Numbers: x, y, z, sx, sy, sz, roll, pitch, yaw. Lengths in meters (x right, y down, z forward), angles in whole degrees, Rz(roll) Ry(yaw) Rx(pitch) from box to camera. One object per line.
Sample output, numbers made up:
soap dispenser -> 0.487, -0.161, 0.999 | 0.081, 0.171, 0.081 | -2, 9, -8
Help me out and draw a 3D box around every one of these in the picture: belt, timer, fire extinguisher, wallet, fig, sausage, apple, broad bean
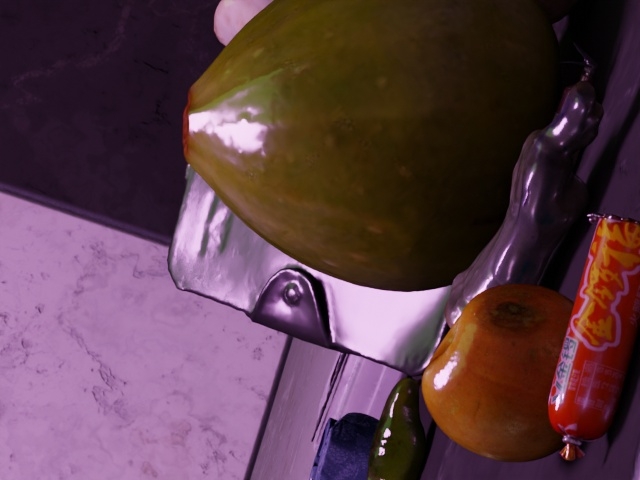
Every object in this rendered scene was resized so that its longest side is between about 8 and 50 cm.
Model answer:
belt -> 0.021, 0.267, 1.809 | 0.141, 0.082, 0.190 | 109, 176, -60
timer -> 0.053, 0.135, 2.004 | 0.178, 0.078, 0.253 | -83, 11, -73
fire extinguisher -> 0.189, -0.068, 1.431 | 0.049, 0.035, 0.173 | 2, -69, -54
wallet -> 0.000, 0.000, 1.770 | 0.051, 0.377, 0.197 | 14, -85, -51
fig -> 0.041, -0.101, 1.533 | 0.316, 0.316, 0.316 | -162, 90, -86
sausage -> 0.162, 0.058, 1.070 | 0.048, 0.050, 0.145 | 99, -173, -84
apple -> 0.119, 0.083, 1.147 | 0.099, 0.102, 0.114 | -76, 6, -59
broad bean -> 0.064, 0.225, 1.671 | 0.061, 0.046, 0.195 | 148, 137, -66

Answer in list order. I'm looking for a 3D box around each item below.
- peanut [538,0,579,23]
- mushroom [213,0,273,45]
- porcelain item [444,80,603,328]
peanut -> 0.203, -0.257, 1.586 | 0.263, 0.101, 0.117 | 128, 144, -71
mushroom -> -0.003, -0.109, 2.018 | 0.356, 0.315, 0.315 | 16, 87, 49
porcelain item -> 0.158, -0.024, 1.336 | 0.081, 0.069, 0.216 | -71, 0, -59
